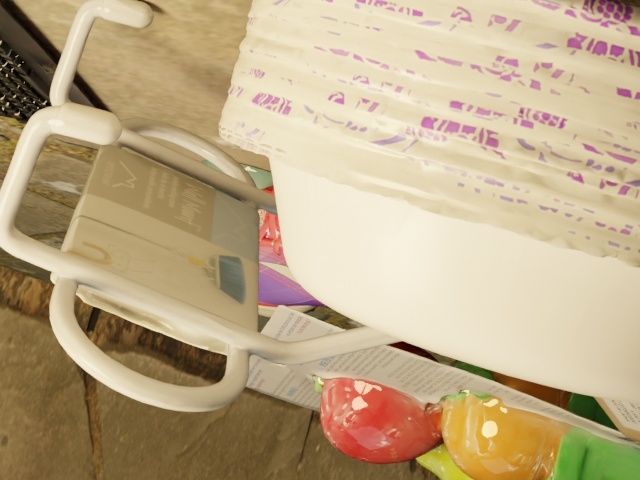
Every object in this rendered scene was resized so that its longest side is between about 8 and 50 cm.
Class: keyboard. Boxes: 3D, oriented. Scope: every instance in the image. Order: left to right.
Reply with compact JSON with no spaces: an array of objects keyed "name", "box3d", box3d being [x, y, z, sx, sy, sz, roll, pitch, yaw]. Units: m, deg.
[{"name":"keyboard","box3d":[-0.296,-0.153,1.079,0.202,0.033,0.317,15,168,12]}]

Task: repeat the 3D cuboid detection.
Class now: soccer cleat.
[{"name":"soccer cleat","box3d":[0.000,0.000,1.154,0.116,0.108,0.318,35,156,-28]}]

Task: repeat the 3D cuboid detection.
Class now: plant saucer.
[{"name":"plant saucer","box3d":[-0.058,-0.043,1.281,0.119,0.021,0.119,17,169,3]}]

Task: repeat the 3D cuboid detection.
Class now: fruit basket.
[{"name":"fruit basket","box3d":[0.111,0.136,1.170,0.353,0.165,0.327,25,162,-2]}]

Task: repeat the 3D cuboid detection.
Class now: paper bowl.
[{"name":"paper bowl","box3d":[0.096,-0.025,0.604,0.284,0.148,0.284,16,-175,-1]}]

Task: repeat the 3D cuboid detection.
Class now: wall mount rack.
[{"name":"wall mount rack","box3d":[-0.024,-0.023,0.824,0.304,0.130,0.350,22,-157,-12]}]

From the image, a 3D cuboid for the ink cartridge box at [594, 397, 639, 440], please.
[{"name":"ink cartridge box","box3d":[0.249,0.061,0.890,0.193,0.088,0.234,13,153,46]}]
